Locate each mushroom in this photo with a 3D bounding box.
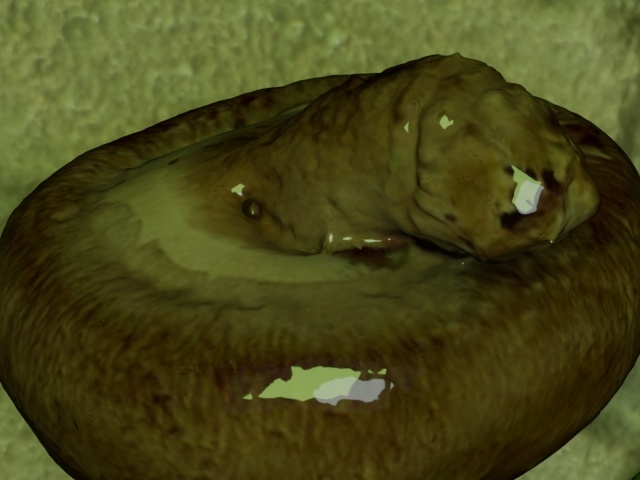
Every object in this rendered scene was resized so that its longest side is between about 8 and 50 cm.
[{"bbox_3d":[0.000,0.023,0.788,0.345,0.345,0.239,9,93,1],"label":"mushroom"}]

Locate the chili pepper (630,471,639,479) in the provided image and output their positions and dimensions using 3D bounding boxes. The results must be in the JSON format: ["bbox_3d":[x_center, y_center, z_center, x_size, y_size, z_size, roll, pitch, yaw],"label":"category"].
[{"bbox_3d":[0.224,0.130,0.893,0.201,0.052,0.050,-37,54,-4],"label":"chili pepper"}]
